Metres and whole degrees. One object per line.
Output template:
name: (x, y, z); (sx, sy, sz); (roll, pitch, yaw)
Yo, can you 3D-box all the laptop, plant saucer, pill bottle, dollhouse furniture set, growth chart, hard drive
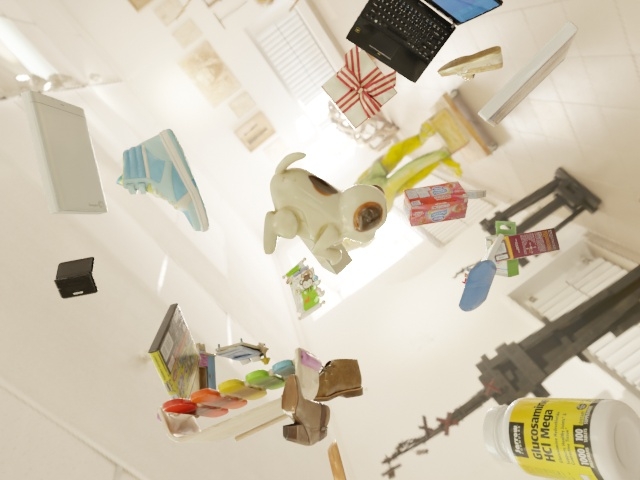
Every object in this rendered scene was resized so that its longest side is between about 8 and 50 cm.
laptop: (0.234, -0.515, 1.065); (0.234, 0.264, 0.136); (23, -147, -24)
plant saucer: (0.059, 0.728, 1.407); (0.200, 0.037, 0.200); (166, 90, -87)
pill bottle: (0.575, 0.482, 1.103); (0.188, 0.188, 0.334); (52, 145, -7)
dollhouse furniture set: (-0.382, 0.515, 1.811); (0.286, 0.303, 0.198); (45, -149, -61)
growth chart: (-0.062, 0.179, 1.714); (0.021, 0.172, 0.237); (17, -143, -41)
hard drive: (-0.781, -0.257, 1.402); (0.233, 0.047, 0.353); (-19, -84, -81)

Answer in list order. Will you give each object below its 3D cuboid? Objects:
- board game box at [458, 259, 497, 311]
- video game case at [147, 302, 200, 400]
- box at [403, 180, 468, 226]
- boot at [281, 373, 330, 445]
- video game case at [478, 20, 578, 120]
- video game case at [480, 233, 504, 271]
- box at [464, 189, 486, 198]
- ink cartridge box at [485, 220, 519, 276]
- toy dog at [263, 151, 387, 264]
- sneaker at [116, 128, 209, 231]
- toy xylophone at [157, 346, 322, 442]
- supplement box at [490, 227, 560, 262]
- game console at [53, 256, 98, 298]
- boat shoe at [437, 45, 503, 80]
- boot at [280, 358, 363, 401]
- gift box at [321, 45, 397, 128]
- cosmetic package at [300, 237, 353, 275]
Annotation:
board game box: (0.453, 0.128, 1.335); (0.133, 0.168, 0.033); (-2, -157, -36)
video game case: (-0.478, 0.383, 1.511); (0.275, 0.035, 0.248); (-100, -5, -67)
box: (0.506, -0.162, 2.005); (0.128, 0.257, 0.122); (-103, 5, -47)
boot: (-0.021, 0.285, 0.765); (0.087, 0.118, 0.042); (11, 174, -38)
video game case: (0.420, -0.322, 0.927); (0.025, 0.204, 0.285); (47, -155, 8)
video game case: (0.515, 0.072, 1.421); (0.019, 0.157, 0.143); (30, 148, 14)
box: (0.699, -0.221, 2.173); (0.186, 0.145, 0.038); (-12, -77, -56)
ink cartridge box: (0.708, 0.032, 1.772); (0.109, 0.062, 0.209); (-169, 72, -69)
toy dog: (0.035, -0.116, 1.611); (0.284, 0.408, 0.395); (-61, -22, -66)
sneaker: (-0.466, -0.145, 1.330); (0.127, 0.208, 0.319); (-142, 31, -69)
toy xylophone: (-0.140, 0.319, 0.887); (0.236, 0.323, 0.081); (69, 180, -61)
supplement box: (0.710, 0.017, 1.576); (0.104, 0.188, 0.080); (128, 131, -79)
game console: (-0.801, 0.124, 1.497); (0.071, 0.122, 0.107); (-104, 3, -69)
boat shoe: (0.383, -0.441, 1.163); (0.170, 0.063, 0.059); (0, 132, 45)
boot: (0.006, 0.405, 1.313); (0.305, 0.112, 0.115); (7, -100, -45)
gift box: (0.166, -0.645, 1.898); (0.255, 0.276, 0.258); (44, -168, -8)
cosmetic package: (0.000, 0.000, 2.064); (0.309, 0.113, 0.160); (55, 165, -26)
